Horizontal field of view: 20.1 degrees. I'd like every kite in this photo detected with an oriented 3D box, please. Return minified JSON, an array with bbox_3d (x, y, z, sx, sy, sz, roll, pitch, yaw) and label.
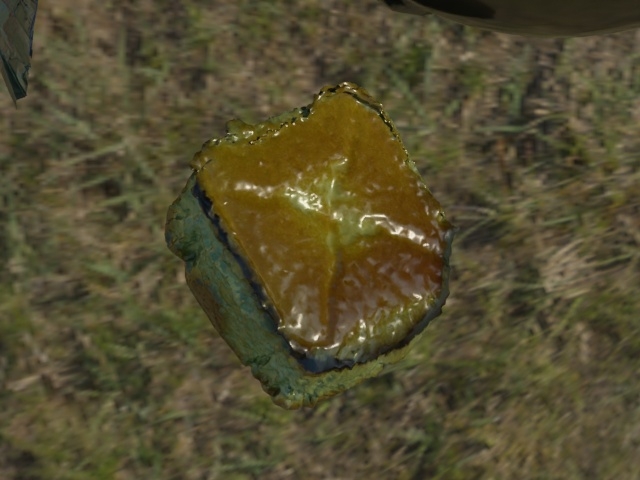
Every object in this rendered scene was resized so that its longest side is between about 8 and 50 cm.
[{"bbox_3d":[-0.174,-0.194,1.111,0.250,0.012,0.229,13,98,52],"label":"kite"}]

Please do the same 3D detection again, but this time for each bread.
[{"bbox_3d":[0.000,0.000,0.885,0.140,0.128,0.069,58,153,2],"label":"bread"}]

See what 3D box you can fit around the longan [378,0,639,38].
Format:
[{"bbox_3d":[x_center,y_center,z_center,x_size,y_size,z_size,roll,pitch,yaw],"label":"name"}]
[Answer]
[{"bbox_3d":[0.096,-0.248,0.790,0.361,0.361,0.361,2,94,20],"label":"longan"}]
